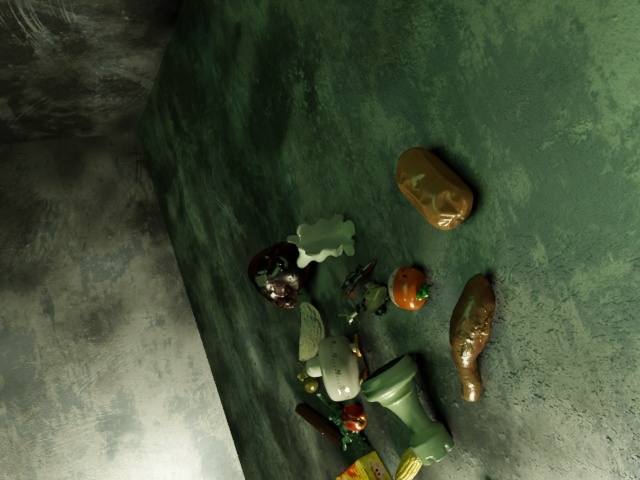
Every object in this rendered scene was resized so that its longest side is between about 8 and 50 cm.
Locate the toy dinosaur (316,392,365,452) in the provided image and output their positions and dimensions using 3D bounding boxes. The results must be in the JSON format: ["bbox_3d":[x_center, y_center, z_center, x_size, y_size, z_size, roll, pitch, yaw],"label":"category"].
[{"bbox_3d":[0.086,0.745,1.900,0.292,0.079,0.119,34,124,42],"label":"toy dinosaur"}]

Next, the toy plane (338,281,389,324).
[{"bbox_3d":[0.146,0.219,1.586,0.286,0.092,0.108,123,145,-49],"label":"toy plane"}]

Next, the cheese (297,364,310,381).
[{"bbox_3d":[-0.072,0.599,2.107,0.060,0.042,0.083,36,121,34],"label":"cheese"}]

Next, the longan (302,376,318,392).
[{"bbox_3d":[-0.044,0.629,2.059,0.075,0.075,0.083,-26,52,57],"label":"longan"}]

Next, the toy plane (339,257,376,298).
[{"bbox_3d":[0.124,0.118,1.577,0.061,0.130,0.189,29,122,-6],"label":"toy plane"}]

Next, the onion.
[{"bbox_3d":[-0.155,0.117,1.879,0.281,0.221,0.280,2,94,34],"label":"onion"}]

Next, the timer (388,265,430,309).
[{"bbox_3d":[0.263,0.142,1.357,0.136,0.099,0.136,45,149,36],"label":"timer"}]

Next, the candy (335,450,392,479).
[{"bbox_3d":[0.170,0.955,1.849,0.146,0.088,0.276,56,143,28],"label":"candy"}]

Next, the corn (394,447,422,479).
[{"bbox_3d":[0.302,0.774,1.594,0.067,0.068,0.206,45,137,38],"label":"corn"}]

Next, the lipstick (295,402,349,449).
[{"bbox_3d":[0.000,0.820,2.076,0.357,0.057,0.057,12,113,53],"label":"lipstick"}]

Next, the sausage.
[{"bbox_3d":[0.283,-0.136,1.193,0.241,0.120,0.136,57,132,26],"label":"sausage"}]

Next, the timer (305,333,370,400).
[{"bbox_3d":[0.046,0.463,1.691,0.233,0.240,0.233,-15,-90,-80],"label":"timer"}]

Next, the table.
[{"bbox_3d":[0.000,0.000,1.600,0.167,0.199,0.166,29,127,48],"label":"table"}]

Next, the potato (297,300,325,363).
[{"bbox_3d":[-0.026,0.375,1.926,0.121,0.100,0.260,4,93,16],"label":"potato"}]

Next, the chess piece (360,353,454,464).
[{"bbox_3d":[0.277,0.525,1.440,0.299,0.195,0.194,57,144,11],"label":"chess piece"}]

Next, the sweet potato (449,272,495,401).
[{"bbox_3d":[0.388,0.263,1.215,0.109,0.109,0.384,27,125,49],"label":"sweet potato"}]

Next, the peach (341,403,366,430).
[{"bbox_3d":[0.126,0.681,1.797,0.101,0.101,0.100,28,126,48],"label":"peach"}]
